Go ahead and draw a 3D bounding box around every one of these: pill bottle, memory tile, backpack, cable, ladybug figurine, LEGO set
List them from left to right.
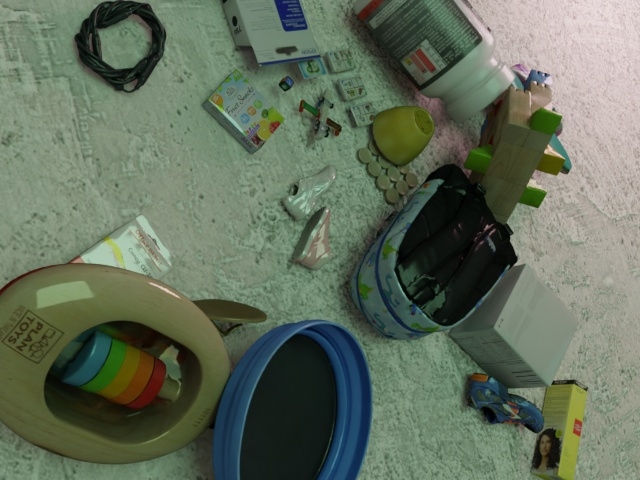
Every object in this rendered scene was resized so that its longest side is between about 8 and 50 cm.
[{"bbox_3d":[-0.335,0.178,1.168,0.305,0.162,0.449,-50,132,-4],"label":"ladybug figurine"},{"bbox_3d":[-0.368,-0.373,1.409,0.151,0.047,0.184,31,66,-18],"label":"cable"},{"bbox_3d":[0.008,-0.313,1.640,0.244,0.060,0.182,-25,92,-46],"label":"LEGO set"},{"bbox_3d":[0.153,-0.164,1.708,0.113,0.012,0.148,-40,101,-33],"label":"memory tile"},{"bbox_3d":[0.227,0.054,1.582,0.290,0.273,0.355,53,36,-14],"label":"backpack"},{"bbox_3d":[0.263,-0.457,1.715,0.363,0.210,0.210,49,58,-8],"label":"pill bottle"}]

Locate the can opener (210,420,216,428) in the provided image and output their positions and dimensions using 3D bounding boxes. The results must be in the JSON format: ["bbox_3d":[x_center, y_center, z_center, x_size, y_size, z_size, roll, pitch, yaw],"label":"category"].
[{"bbox_3d":[-0.169,0.324,1.369,0.186,0.073,0.059,16,109,-26],"label":"can opener"}]

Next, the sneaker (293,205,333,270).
[{"bbox_3d":[0.000,0.000,1.549,0.070,0.051,0.134,35,66,-23],"label":"sneaker"}]

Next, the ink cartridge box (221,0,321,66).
[{"bbox_3d":[-0.127,-0.515,1.581,0.165,0.065,0.332,-16,86,-34],"label":"ink cartridge box"}]

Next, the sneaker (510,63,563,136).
[{"bbox_3d":[0.556,-0.370,1.975,0.236,0.095,0.104,47,40,-19],"label":"sneaker"}]

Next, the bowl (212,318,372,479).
[{"bbox_3d":[-0.042,0.332,1.342,0.391,0.077,0.391,-6,98,-54],"label":"bowl"}]

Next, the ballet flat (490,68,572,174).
[{"bbox_3d":[0.513,-0.285,1.911,0.316,0.106,0.107,56,36,-6],"label":"ballet flat"}]

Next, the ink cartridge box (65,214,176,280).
[{"bbox_3d":[-0.341,0.042,1.307,0.198,0.067,0.115,-41,102,-32],"label":"ink cartridge box"}]

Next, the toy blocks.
[{"bbox_3d":[0.427,-0.217,1.732,0.191,0.381,0.261,16,45,0],"label":"toy blocks"}]

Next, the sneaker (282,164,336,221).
[{"bbox_3d":[-0.021,-0.111,1.559,0.061,0.054,0.152,45,60,-13],"label":"sneaker"}]

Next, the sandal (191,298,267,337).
[{"bbox_3d":[-0.221,0.153,1.370,0.240,0.088,0.079,9,105,-24],"label":"sandal"}]

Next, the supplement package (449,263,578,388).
[{"bbox_3d":[0.442,0.199,1.723,0.203,0.149,0.194,45,59,-16],"label":"supplement package"}]

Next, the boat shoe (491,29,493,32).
[{"bbox_3d":[0.374,-0.427,1.885,0.076,0.083,0.226,12,71,-1],"label":"boat shoe"}]

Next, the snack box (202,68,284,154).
[{"bbox_3d":[-0.153,-0.258,1.517,0.141,0.037,0.100,45,58,-16],"label":"snack box"}]

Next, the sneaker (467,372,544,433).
[{"bbox_3d":[0.414,0.384,1.717,0.221,0.083,0.087,34,76,-16],"label":"sneaker"}]

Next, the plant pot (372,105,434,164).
[{"bbox_3d":[0.198,-0.248,1.692,0.134,0.095,0.134,17,62,-35],"label":"plant pot"}]

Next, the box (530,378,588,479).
[{"bbox_3d":[0.566,0.446,1.784,0.058,0.087,0.232,30,63,-24],"label":"box"}]
